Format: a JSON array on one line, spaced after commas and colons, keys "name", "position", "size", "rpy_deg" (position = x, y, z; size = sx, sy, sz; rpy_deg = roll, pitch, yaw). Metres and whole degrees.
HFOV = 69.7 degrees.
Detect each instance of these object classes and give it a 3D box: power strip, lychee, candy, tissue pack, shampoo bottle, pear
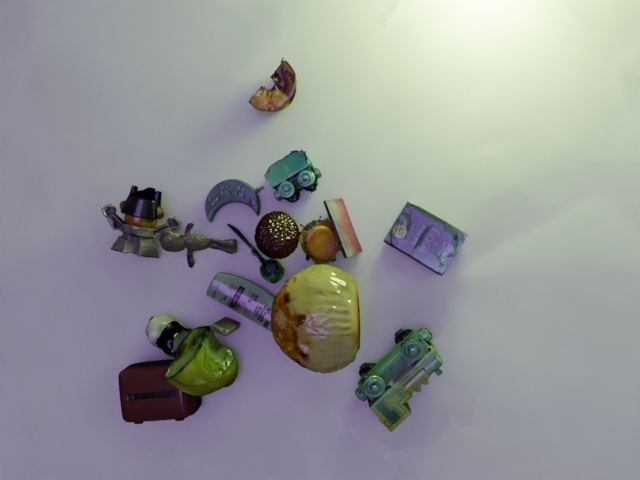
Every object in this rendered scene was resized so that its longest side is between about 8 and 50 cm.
[{"name": "power strip", "position": [-0.346, -0.166, 1.855], "size": [0.253, 0.054, 0.167], "rpy_deg": [-10, 89, 8]}, {"name": "lychee", "position": [-0.174, -0.015, 1.762], "size": [0.188, 0.188, 0.188], "rpy_deg": [0, 89, 7]}, {"name": "candy", "position": [-0.267, 0.042, 1.841], "size": [0.097, 0.097, 0.323], "rpy_deg": [-45, 76, 5]}, {"name": "tissue pack", "position": [0.394, -0.009, 1.744], "size": [0.257, 0.081, 0.185], "rpy_deg": [31, 93, 8]}, {"name": "shampoo bottle", "position": [-0.269, 0.244, 1.828], "size": [0.359, 0.078, 0.134], "rpy_deg": [28, 90, 7]}, {"name": "pear", "position": [-0.428, 0.489, 1.748], "size": [0.164, 0.238, 0.255], "rpy_deg": [-25, 116, 25]}, {"name": "power strip", "position": [-0.371, 0.336, 1.793], "size": [0.076, 0.169, 0.028], "rpy_deg": [23, 95, 8]}]

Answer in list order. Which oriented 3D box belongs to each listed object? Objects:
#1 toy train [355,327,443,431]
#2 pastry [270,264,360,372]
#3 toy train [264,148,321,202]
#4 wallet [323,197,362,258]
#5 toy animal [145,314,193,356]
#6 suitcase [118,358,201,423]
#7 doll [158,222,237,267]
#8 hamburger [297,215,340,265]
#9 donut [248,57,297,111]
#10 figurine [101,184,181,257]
[{"name": "toy train", "position": [0.310, 0.502, 1.723], "size": [0.369, 0.150, 0.237], "rpy_deg": [-44, 93, 5]}, {"name": "pastry", "position": [-0.013, 0.282, 1.650], "size": [0.313, 0.388, 0.388], "rpy_deg": [1, 90, 7]}, {"name": "toy train", "position": [-0.107, -0.248, 1.799], "size": [0.203, 0.112, 0.163], "rpy_deg": [-30, 80, 5]}, {"name": "wallet", "position": [0.089, -0.052, 1.770], "size": [0.025, 0.119, 0.232], "rpy_deg": [-23, 86, 38]}, {"name": "toy animal", "position": [-0.612, 0.382, 1.842], "size": [0.179, 0.166, 0.138], "rpy_deg": [23, 69, 18]}, {"name": "suitcase", "position": [-0.635, 0.592, 1.830], "size": [0.297, 0.161, 0.236], "rpy_deg": [-8, 87, 8]}, {"name": "doll", "position": [-0.491, 0.003, 1.832], "size": [0.286, 0.202, 0.091], "rpy_deg": [-13, 48, 16]}, {"name": "hamburger", "position": [0.000, 0.004, 1.779], "size": [0.164, 0.093, 0.189], "rpy_deg": [-24, 102, -6]}, {"name": "donut", "position": [-0.170, -0.585, 1.821], "size": [0.217, 0.085, 0.141], "rpy_deg": [-43, 85, 6]}, {"name": "figurine", "position": [-0.723, -0.077, 1.857], "size": [0.308, 0.143, 0.308], "rpy_deg": [-5, 102, -25]}]
